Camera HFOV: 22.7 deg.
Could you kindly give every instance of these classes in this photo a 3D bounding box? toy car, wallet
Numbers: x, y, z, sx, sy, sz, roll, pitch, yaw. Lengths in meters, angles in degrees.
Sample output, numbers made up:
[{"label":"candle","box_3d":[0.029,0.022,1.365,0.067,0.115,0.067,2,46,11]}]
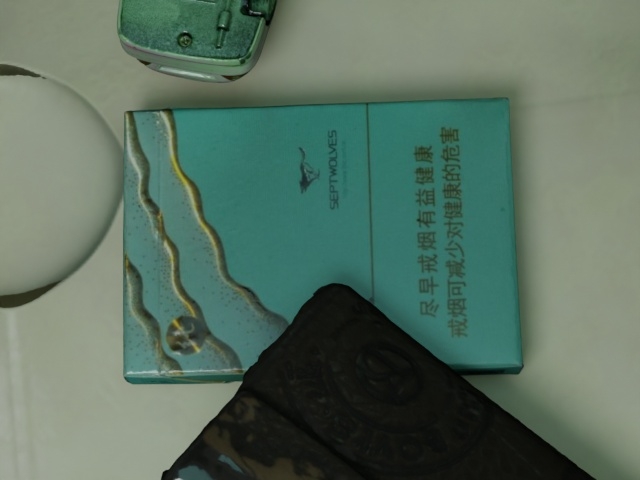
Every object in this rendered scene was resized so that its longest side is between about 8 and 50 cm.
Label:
[{"label":"toy car","box_3d":[-0.057,-0.200,0.965,0.090,0.076,0.224,10,69,6]},{"label":"wallet","box_3d":[0.087,0.166,0.823,0.321,0.044,0.170,38,53,7]}]

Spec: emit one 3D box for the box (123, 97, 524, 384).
[{"label":"box","box_3d":[-0.001,0.000,0.932,0.229,0.041,0.162,-2,77,1]}]
